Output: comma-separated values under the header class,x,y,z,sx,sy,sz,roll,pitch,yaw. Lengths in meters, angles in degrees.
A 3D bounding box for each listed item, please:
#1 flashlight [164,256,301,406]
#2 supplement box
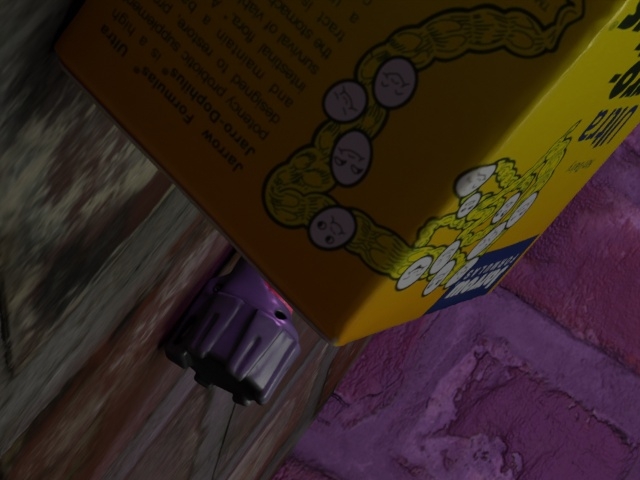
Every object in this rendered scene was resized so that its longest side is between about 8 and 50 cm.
class,x,y,z,sx,sy,sz,roll,pitch,yaw
flashlight,0.000,0.000,1.361,0.103,0.103,0.304,-7,-134,55
supplement box,0.086,-0.153,0.724,0.356,0.195,0.194,-51,163,22
